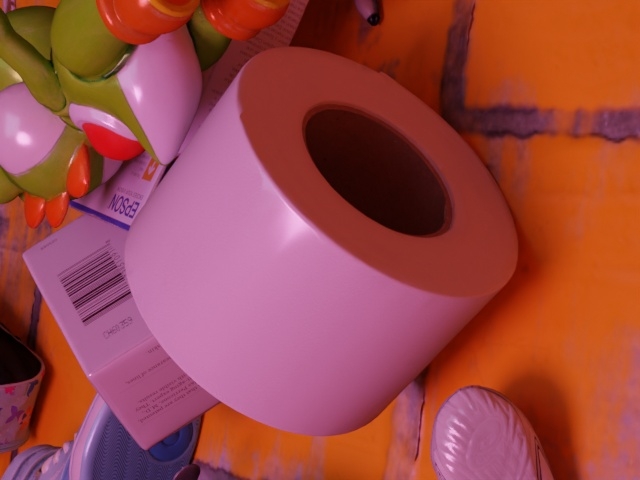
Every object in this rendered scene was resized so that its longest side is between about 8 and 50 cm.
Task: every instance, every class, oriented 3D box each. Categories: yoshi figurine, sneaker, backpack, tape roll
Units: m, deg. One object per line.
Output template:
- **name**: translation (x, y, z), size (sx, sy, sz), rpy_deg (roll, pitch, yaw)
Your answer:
- **yoshi figurine**: translation (-0.187, -0.160, 1.153), size (0.362, 0.203, 0.203), rpy_deg (-36, 20, 45)
- **sneaker**: translation (0.137, 0.215, 1.001), size (0.085, 0.086, 0.237), rpy_deg (-16, 79, 13)
- **sneaker**: translation (-0.236, 0.216, 1.424), size (0.208, 0.127, 0.319), rpy_deg (30, 105, 49)
- **backpack**: translation (-0.441, 0.158, 1.620), size (0.254, 0.225, 0.191), rpy_deg (25, 106, 41)
- **tape roll**: translation (0.000, 0.000, 1.071), size (0.169, 0.246, 0.246), rpy_deg (-51, 47, 32)

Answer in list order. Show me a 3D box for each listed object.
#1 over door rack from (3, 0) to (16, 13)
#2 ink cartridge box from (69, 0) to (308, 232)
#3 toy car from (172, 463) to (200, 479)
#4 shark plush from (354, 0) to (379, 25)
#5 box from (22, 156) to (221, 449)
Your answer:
- **over door rack**: translation (-0.328, -0.111, 1.591), size (0.239, 0.108, 0.324), rpy_deg (-97, 24, -49)
- **ink cartridge box**: translation (-0.129, -0.165, 1.314), size (0.324, 0.071, 0.330), rpy_deg (20, 86, 62)
- **toy car**: translation (-0.126, 0.282, 1.264), size (0.188, 0.155, 0.149), rpy_deg (-55, 43, 11)
- **shark plush**: translation (0.032, -0.247, 1.261), size (0.067, 0.073, 0.161), rpy_deg (-44, 30, 5)
- **box**: translation (-0.135, 0.051, 1.266), size (0.182, 0.119, 0.181), rpy_deg (-32, 46, -7)
